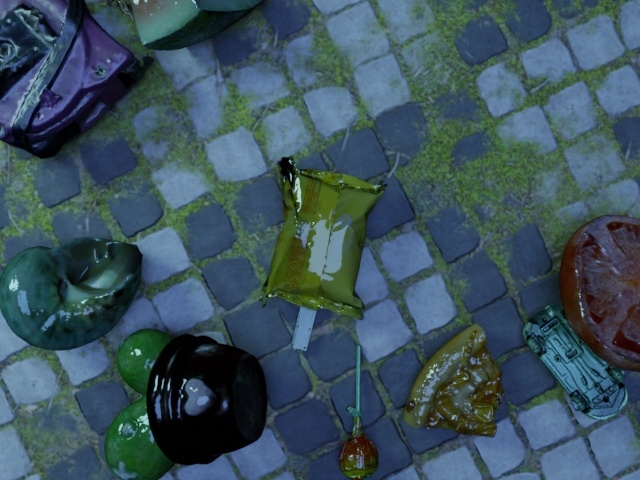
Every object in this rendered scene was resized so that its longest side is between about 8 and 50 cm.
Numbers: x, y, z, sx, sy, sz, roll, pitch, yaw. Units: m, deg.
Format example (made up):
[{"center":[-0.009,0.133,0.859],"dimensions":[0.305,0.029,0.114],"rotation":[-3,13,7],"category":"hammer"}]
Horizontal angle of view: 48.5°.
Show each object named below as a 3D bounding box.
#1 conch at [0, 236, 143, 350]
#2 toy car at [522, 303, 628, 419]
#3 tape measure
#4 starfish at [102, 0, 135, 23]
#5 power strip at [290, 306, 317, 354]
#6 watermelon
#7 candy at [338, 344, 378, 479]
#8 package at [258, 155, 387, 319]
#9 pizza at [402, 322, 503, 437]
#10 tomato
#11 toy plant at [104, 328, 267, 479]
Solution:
[{"center":[-0.356,0.069,0.996],"dimensions":[0.188,0.122,0.175],"rotation":[16,68,-6],"category":"conch"},{"center":[0.383,0.186,1.078],"dimensions":[0.093,0.058,0.186],"rotation":[-35,80,-4],"category":"toy car"},{"center":[-0.394,-0.250,0.976],"dimensions":[0.231,0.149,0.245],"rotation":[42,87,-4],"category":"tape measure"},{"center":[-0.296,-0.352,1.037],"dimensions":[0.092,0.086,0.016],"rotation":[11,130,-35],"category":"starfish"},{"center":[-0.026,0.131,1.069],"dimensions":[0.027,0.017,0.083],"rotation":[14,89,-3],"category":"power strip"},{"center":[-0.201,-0.409,0.997],"dimensions":[0.140,0.193,0.256],"rotation":[-21,96,27],"category":"watermelon"},{"center":[0.058,0.257,1.066],"dimensions":[0.061,0.060,0.200],"rotation":[0,81,-4],"category":"candy"},{"center":[0.000,0.000,1.035],"dimensions":[0.168,0.090,0.226],"rotation":[11,87,-1],"category":"package"},{"center":[0.214,0.236,1.066],"dimensions":[0.182,0.062,0.161],"rotation":[-40,98,-5],"category":"pizza"},{"center":[0.449,0.080,1.046],"dimensions":[0.237,0.095,0.236],"rotation":[4,70,-11],"category":"tomato"},{"center":[-0.198,0.230,0.993],"dimensions":[0.235,0.175,0.217],"rotation":[-6,83,23],"category":"toy plant"}]
